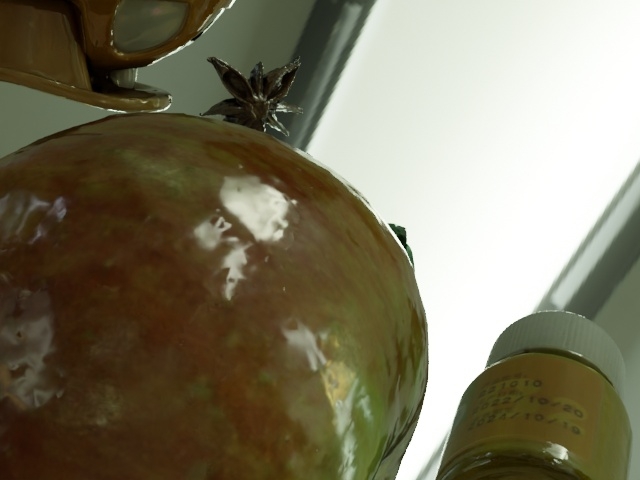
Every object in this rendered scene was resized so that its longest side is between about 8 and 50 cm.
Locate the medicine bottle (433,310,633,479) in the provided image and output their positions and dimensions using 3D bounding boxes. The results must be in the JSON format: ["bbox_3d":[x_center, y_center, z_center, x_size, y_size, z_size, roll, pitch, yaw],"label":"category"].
[{"bbox_3d":[0.270,0.253,1.781,0.224,0.384,0.224,7,-63,13],"label":"medicine bottle"}]

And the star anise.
[{"bbox_3d":[-0.078,-0.143,1.625,0.056,0.124,0.129,-142,-128,-61],"label":"star anise"}]

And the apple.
[{"bbox_3d":[-0.090,0.090,0.698,0.250,0.277,0.309,20,-88,10],"label":"apple"}]

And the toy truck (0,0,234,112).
[{"bbox_3d":[-0.207,-0.228,1.262,0.288,0.204,0.211,6,-81,-12],"label":"toy truck"}]

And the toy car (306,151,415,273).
[{"bbox_3d":[0.000,0.000,1.321,0.076,0.090,0.224,-25,-45,34],"label":"toy car"}]
